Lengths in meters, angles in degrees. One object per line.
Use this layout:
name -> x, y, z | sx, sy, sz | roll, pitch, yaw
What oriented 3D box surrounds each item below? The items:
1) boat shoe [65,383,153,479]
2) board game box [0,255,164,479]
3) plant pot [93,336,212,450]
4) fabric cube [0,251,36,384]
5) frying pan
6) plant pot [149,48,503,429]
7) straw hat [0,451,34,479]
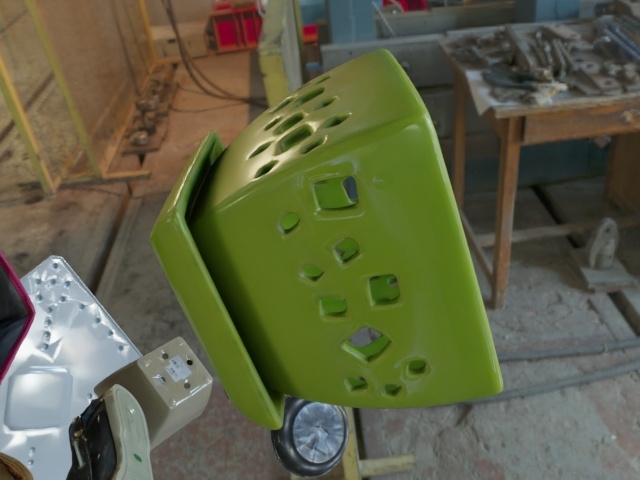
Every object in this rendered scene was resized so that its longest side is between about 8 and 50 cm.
boat shoe -> -0.216, 0.255, 0.649 | 0.079, 0.084, 0.233 | -28, 39, -2
board game box -> -0.537, 0.293, 1.202 | 0.050, 0.390, 0.390 | 1, 39, 49
plant pot -> -0.202, 0.186, 0.813 | 0.109, 0.096, 0.109 | 51, 42, 9
fabric cube -> -0.498, 0.087, 0.639 | 0.258, 0.254, 0.259 | -18, 29, 6
frying pan -> 0.034, 0.396, 1.436 | 0.326, 0.197, 0.053 | -25, 1, -31
plant pot -> 0.000, 0.000, 0.519 | 0.207, 0.227, 0.228 | -18, 25, 8
straw hat -> -0.383, 0.279, 0.680 | 0.144, 0.061, 0.144 | 23, 2, -1
